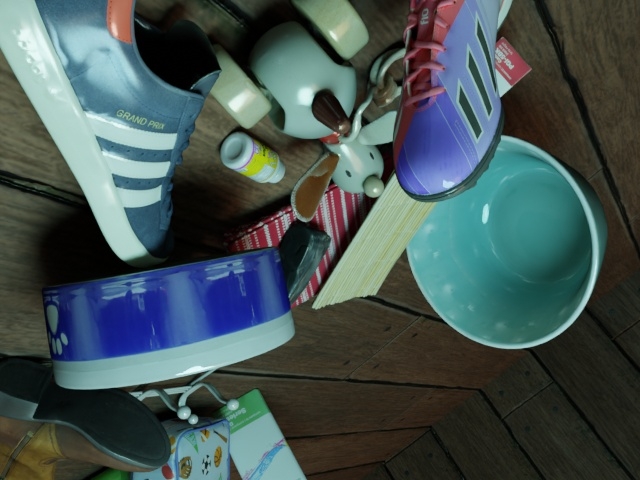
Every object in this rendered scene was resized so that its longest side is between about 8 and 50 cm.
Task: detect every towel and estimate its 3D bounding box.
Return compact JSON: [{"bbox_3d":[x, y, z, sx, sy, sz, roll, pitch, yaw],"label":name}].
[{"bbox_3d":[0.000,0.000,0.924,0.274,0.031,0.199,-28,138,-15],"label":"towel"}]

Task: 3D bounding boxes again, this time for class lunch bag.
[{"bbox_3d":[-0.251,0.487,1.178,0.114,0.304,0.243,-1,172,17],"label":"lunch bag"}]

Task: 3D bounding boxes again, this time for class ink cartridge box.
[{"bbox_3d":[-0.109,0.489,1.347,0.117,0.278,0.201,-27,150,-12],"label":"ink cartridge box"},{"bbox_3d":[0.194,-0.191,0.813,0.135,0.056,0.099,-42,-177,15],"label":"ink cartridge box"}]

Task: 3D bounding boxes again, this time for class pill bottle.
[{"bbox_3d":[-0.077,-0.094,0.740,0.043,0.043,0.083,-42,151,15],"label":"pill bottle"}]

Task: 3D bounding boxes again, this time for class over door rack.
[{"bbox_3d":[-0.211,0.211,1.001,0.324,0.108,0.239,-48,149,23],"label":"over door rack"}]

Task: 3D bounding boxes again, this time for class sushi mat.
[{"bbox_3d":[0.101,-0.013,0.925,0.151,0.019,0.317,-11,144,-39],"label":"sushi mat"}]

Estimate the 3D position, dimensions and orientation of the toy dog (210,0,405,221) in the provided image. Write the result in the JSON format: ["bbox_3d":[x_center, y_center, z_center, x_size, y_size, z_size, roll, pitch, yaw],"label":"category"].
[{"bbox_3d":[0.024,-0.122,0.678,0.220,0.161,0.333,-47,148,24],"label":"toy dog"}]

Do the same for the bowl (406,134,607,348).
[{"bbox_3d":[0.297,-0.009,0.946,0.163,0.312,0.312,-13,146,-40],"label":"bowl"}]

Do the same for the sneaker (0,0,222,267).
[{"bbox_3d":[-0.152,-0.103,0.559,0.148,0.131,0.350,-22,149,-11],"label":"sneaker"}]

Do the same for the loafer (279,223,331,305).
[{"bbox_3d":[-0.039,0.056,0.876,0.061,0.062,0.170,7,123,-48],"label":"loafer"}]

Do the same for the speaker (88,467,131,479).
[{"bbox_3d":[-0.446,0.534,1.232,0.296,0.131,0.131,-30,151,-6],"label":"speaker"}]

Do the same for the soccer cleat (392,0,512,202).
[{"bbox_3d":[0.114,-0.185,0.585,0.108,0.318,0.116,-2,149,33],"label":"soccer cleat"}]

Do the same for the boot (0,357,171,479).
[{"bbox_3d":[-0.374,0.316,0.896,0.264,0.096,0.280,23,124,-16],"label":"boot"}]

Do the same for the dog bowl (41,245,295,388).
[{"bbox_3d":[-0.167,0.078,0.709,0.264,0.104,0.265,-10,-179,0],"label":"dog bowl"}]
